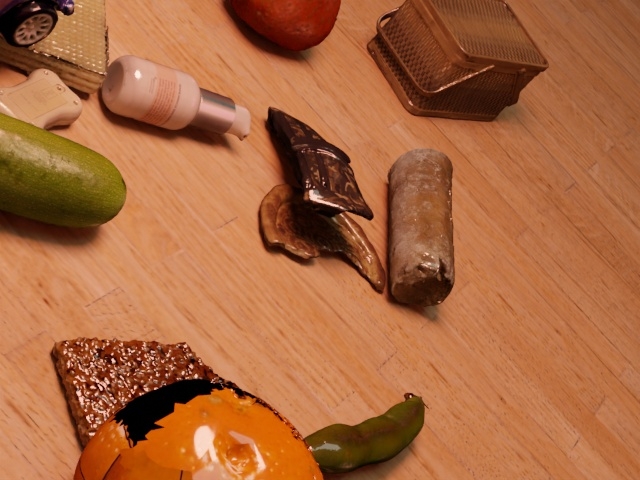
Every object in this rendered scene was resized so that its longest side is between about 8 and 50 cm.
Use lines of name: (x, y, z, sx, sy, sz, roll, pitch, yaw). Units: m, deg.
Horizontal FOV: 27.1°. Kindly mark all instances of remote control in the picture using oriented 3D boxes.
remote control: (-0.319, -0.148, 1.476, 0.074, 0.032, 0.122, 46, 32, 3)

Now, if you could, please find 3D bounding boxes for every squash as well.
squash: (-0.356, -0.092, 1.317, 0.378, 0.101, 0.101, 24, 38, -35)

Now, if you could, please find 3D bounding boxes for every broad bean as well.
broad bean: (0.054, 0.217, 1.466, 0.065, 0.046, 0.254, 49, 31, 19)

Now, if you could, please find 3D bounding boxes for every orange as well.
orange: (-0.104, 0.234, 1.169, 0.234, 0.182, 0.234, 17, 51, -23)

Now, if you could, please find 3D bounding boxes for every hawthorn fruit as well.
hawthorn fruit: (-0.033, -0.341, 1.916, 0.203, 0.162, 0.163, 41, 28, -39)

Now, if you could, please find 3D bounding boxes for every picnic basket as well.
picnic basket: (0.218, -0.298, 2.123, 0.266, 0.139, 0.165, -2, 55, -47)

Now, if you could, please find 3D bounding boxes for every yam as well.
yam: (0.135, -0.018, 1.773, 0.093, 0.093, 0.259, 30, 36, -21)

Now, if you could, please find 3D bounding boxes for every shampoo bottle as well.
shampoo bottle: (-0.171, -0.170, 1.621, 0.192, 0.074, 0.074, 13, 45, -38)

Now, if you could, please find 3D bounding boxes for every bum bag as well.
bum bag: (-0.001, -0.095, 1.701, 0.102, 0.069, 0.248, 9, 32, -22)

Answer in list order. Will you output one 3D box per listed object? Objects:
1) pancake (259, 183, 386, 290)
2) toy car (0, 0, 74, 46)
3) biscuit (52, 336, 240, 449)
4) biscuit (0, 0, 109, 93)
pancake: (0.000, 0.000, 1.669, 0.184, 0.020, 0.190, 53, 33, 11)
toy car: (-0.390, -0.298, 1.416, 0.235, 0.158, 0.172, -26, 70, -24)
biscuit: (-0.149, 0.156, 1.331, 0.237, 0.026, 0.131, 7, 50, -42)
biscuit: (-0.333, -0.292, 1.601, 0.150, 0.052, 0.252, 17, 44, -29)
